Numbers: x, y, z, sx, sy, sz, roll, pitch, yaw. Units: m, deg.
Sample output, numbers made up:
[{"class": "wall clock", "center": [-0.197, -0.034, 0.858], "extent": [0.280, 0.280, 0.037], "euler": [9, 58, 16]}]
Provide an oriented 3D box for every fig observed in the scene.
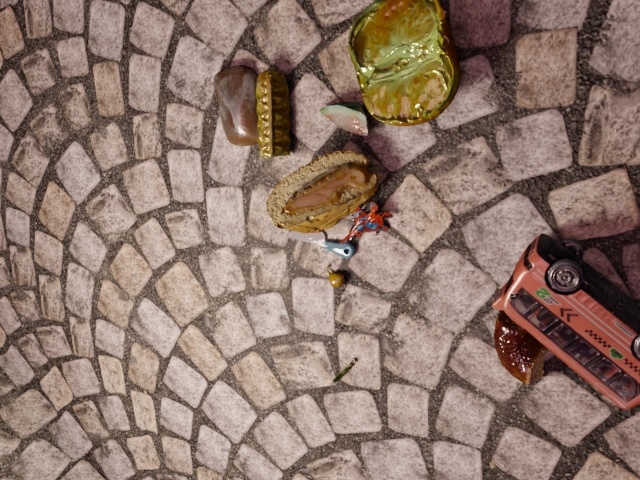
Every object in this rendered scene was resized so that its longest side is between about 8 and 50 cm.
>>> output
[{"class": "fig", "center": [0.044, 0.114, 1.658], "extent": [0.050, 0.050, 0.083], "euler": [-53, 58, 27]}]

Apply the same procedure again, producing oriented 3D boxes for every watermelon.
[{"class": "watermelon", "center": [0.078, -0.362, 1.508], "extent": [0.180, 0.081, 0.094], "euler": [36, 133, 32]}]

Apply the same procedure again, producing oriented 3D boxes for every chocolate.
[{"class": "chocolate", "center": [-0.266, -0.427, 1.651], "extent": [0.157, 0.080, 0.253], "euler": [-5, 100, 27]}]

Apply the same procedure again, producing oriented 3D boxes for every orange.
[{"class": "orange", "center": [0.216, -0.463, 1.340], "extent": [0.263, 0.196, 0.334], "euler": [-21, 97, 14]}]

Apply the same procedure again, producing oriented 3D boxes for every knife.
[{"class": "knife", "center": [0.001, -0.002, 1.661], "extent": [0.244, 0.032, 0.058], "euler": [20, 113, 25]}]

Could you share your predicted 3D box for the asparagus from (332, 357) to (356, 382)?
[{"class": "asparagus", "center": [0.082, 0.434, 1.732], "extent": [0.018, 0.015, 0.127], "euler": [43, 117, 9]}]

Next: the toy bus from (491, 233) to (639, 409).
[{"class": "toy bus", "center": [0.655, 0.191, 1.284], "extent": [0.427, 0.203, 0.233], "euler": [41, 121, 9]}]

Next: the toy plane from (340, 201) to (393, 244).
[{"class": "toy plane", "center": [0.123, -0.044, 1.560], "extent": [0.130, 0.061, 0.189], "euler": [31, 135, -27]}]

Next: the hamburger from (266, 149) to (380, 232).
[{"class": "hamburger", "center": [0.000, -0.125, 1.535], "extent": [0.330, 0.209, 0.162], "euler": [-30, 78, -7]}]

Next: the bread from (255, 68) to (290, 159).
[{"class": "bread", "center": [-0.146, -0.387, 1.598], "extent": [0.098, 0.087, 0.269], "euler": [6, 106, 26]}]

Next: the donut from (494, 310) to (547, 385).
[{"class": "donut", "center": [0.538, 0.297, 1.416], "extent": [0.144, 0.126, 0.186], "euler": [11, 108, 31]}]
